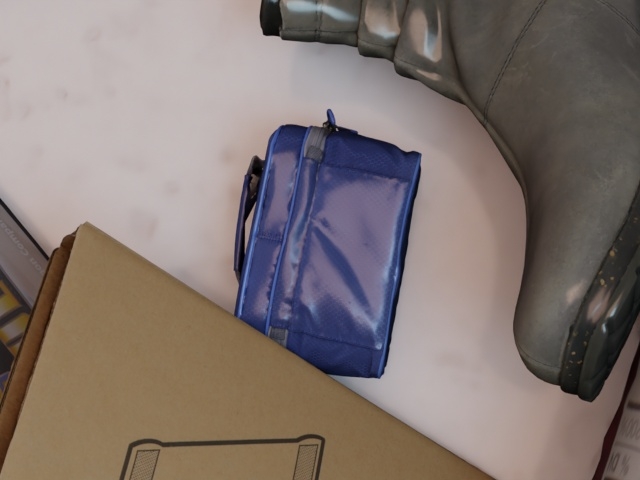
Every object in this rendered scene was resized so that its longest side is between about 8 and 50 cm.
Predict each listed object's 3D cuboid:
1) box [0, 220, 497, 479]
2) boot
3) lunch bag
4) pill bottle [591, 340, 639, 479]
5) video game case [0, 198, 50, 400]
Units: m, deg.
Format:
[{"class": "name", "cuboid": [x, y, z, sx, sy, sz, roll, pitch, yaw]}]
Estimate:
[{"class": "box", "cuboid": [-0.023, 0.109, 0.565, 0.201, 0.021, 0.164, 34, 46, -25]}, {"class": "boot", "cuboid": [0.051, -0.061, 0.605, 0.161, 0.083, 0.246, 13, 53, 5]}, {"class": "lunch bag", "cuboid": [0.000, 0.000, 0.640, 0.065, 0.067, 0.098, 9, 87, 4]}, {"class": "pill bottle", "cuboid": [0.207, 0.075, 0.545, 0.224, 0.224, 0.392, 19, 87, 5]}, {"class": "video game case", "cuboid": [-0.129, 0.083, 0.557, 0.035, 0.248, 0.275, -42, 84, 26]}]
